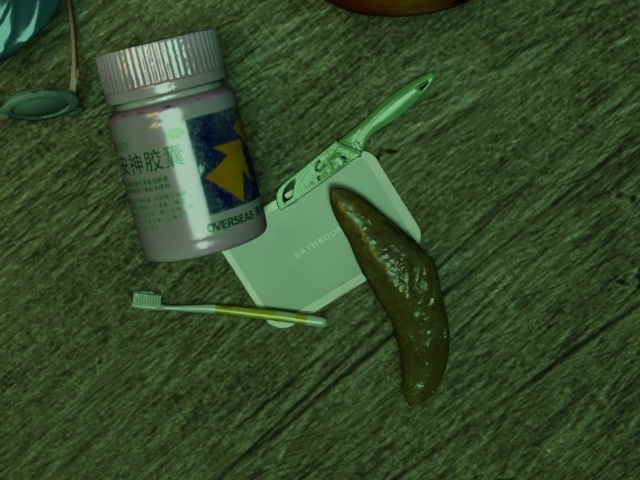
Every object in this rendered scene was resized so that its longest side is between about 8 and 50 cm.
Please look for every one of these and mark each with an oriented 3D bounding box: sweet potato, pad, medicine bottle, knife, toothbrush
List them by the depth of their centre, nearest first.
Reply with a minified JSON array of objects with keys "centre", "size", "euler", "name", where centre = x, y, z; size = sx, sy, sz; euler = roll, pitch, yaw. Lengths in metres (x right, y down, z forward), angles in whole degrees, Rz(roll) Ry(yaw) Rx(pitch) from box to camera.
[{"centre":[-0.188,-0.129,1.617],"size":[0.178,0.178,0.291],"euler":[-13,100,0],"name":"medicine bottle"},{"centre":[0.051,-0.141,1.701],"size":[0.293,0.020,0.043],"euler":[-38,91,5],"name":"knife"},{"centre":[0.118,0.069,1.703],"size":[0.114,0.092,0.341],"euler":[-19,101,18],"name":"sweet potato"},{"centre":[0.000,0.000,1.734],"size":[0.266,0.002,0.176],"euler":[-32,99,4],"name":"pad"},{"centre":[-0.132,0.100,1.735],"size":[0.288,0.021,0.024],"euler":[6,111,-2],"name":"toothbrush"}]

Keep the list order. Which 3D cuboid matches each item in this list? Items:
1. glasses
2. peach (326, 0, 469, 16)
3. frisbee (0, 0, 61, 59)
[{"centre":[-0.449,-0.294,1.654],"size":[0.234,0.118,0.268],"euler":[-1,80,0],"name":"glasses"},{"centre":[0.104,-0.454,1.482],"size":[0.388,0.388,0.388],"euler":[0,100,-2],"name":"peach"},{"centre":[-0.481,-0.373,1.584],"size":[0.289,0.049,0.289],"euler":[0,80,-2],"name":"frisbee"}]
